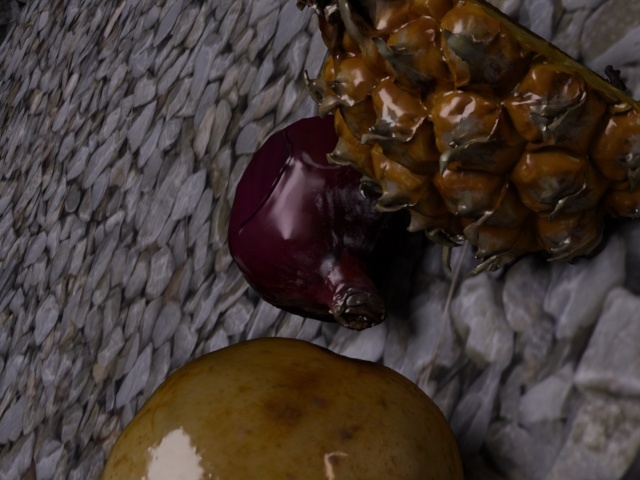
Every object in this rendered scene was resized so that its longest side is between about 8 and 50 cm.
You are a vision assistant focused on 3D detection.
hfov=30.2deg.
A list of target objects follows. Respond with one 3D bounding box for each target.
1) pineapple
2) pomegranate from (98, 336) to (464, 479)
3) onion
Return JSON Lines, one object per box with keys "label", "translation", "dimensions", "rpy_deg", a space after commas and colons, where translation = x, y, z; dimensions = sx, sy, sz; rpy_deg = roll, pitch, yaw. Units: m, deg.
{"label": "pineapple", "translation": [0.051, -0.108, 0.889], "dimensions": [0.209, 0.286, 0.344], "rpy_deg": [-59, 27, 14]}
{"label": "pomegranate", "translation": [-0.030, 0.195, 0.828], "dimensions": [0.260, 0.260, 0.260], "rpy_deg": [-41, 36, 40]}
{"label": "onion", "translation": [0.000, 0.000, 1.038], "dimensions": [0.195, 0.140, 0.218], "rpy_deg": [-53, 27, 31]}
